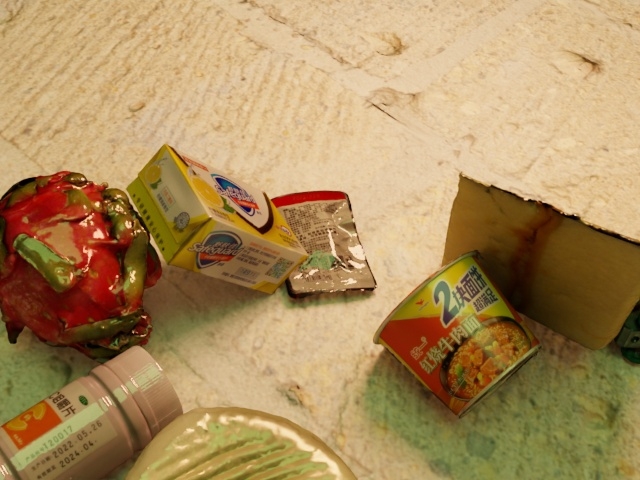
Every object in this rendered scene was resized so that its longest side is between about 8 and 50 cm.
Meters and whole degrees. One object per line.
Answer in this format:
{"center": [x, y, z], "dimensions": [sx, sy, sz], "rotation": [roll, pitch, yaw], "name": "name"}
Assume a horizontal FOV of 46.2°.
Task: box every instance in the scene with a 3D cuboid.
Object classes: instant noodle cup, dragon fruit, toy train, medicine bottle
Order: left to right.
{"center": [-0.360, 0.038, 1.104], "dimensions": [0.237, 0.231, 0.302], "rotation": [-30, 64, -34], "name": "dragon fruit"}
{"center": [-0.318, 0.257, 0.992], "dimensions": [0.250, 0.133, 0.133], "rotation": [-31, 61, -28], "name": "medicine bottle"}
{"center": [0.212, 0.147, 1.119], "dimensions": [0.213, 0.213, 0.174], "rotation": [-31, 68, -28], "name": "instant noodle cup"}
{"center": [0.563, 0.128, 1.250], "dimensions": [0.228, 0.091, 0.136], "rotation": [3, 40, -3], "name": "toy train"}

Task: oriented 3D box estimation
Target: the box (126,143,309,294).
{"center": [-0.155, -0.026, 1.168], "dimensions": [0.097, 0.265, 0.168], "rotation": [-43, 57, 14], "name": "box"}

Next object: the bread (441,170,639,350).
{"center": [0.358, -0.025, 1.133], "dimensions": [0.346, 0.405, 0.242], "rotation": [33, 64, 27], "name": "bread"}

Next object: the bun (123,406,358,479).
{"center": [-0.110, 0.379, 0.857], "dimensions": [0.349, 0.227, 0.352], "rotation": [-18, 58, -22], "name": "bun"}

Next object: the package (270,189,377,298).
{"center": [0.000, 0.000, 1.312], "dimensions": [0.154, 0.030, 0.239], "rotation": [-6, 52, -11], "name": "package"}
